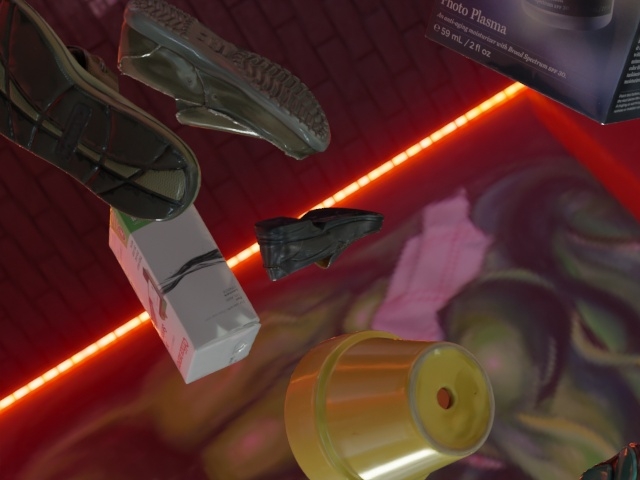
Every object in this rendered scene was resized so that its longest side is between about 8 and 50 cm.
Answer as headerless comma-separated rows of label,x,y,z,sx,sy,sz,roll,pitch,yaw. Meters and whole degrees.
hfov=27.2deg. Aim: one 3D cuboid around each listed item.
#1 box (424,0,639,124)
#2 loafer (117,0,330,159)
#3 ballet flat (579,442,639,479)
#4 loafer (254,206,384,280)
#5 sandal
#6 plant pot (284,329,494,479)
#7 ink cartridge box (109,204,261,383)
box,0.319,-0.340,1.629,0.296,0.294,0.182,32,-150,34
loafer,-0.104,-0.156,1.373,0.251,0.087,0.094,34,-152,-1
ballet flat,0.327,0.252,1.374,0.074,0.074,0.203,59,167,11
loafer,0.000,0.000,1.424,0.062,0.170,0.061,11,107,51
sandal,-0.238,-0.129,1.300,0.303,0.120,0.086,41,-155,6
plant pot,0.114,0.244,1.924,0.239,0.254,0.254,-22,102,51
ink cartridge box,-0.173,0.051,1.640,0.219,0.092,0.160,59,161,14
